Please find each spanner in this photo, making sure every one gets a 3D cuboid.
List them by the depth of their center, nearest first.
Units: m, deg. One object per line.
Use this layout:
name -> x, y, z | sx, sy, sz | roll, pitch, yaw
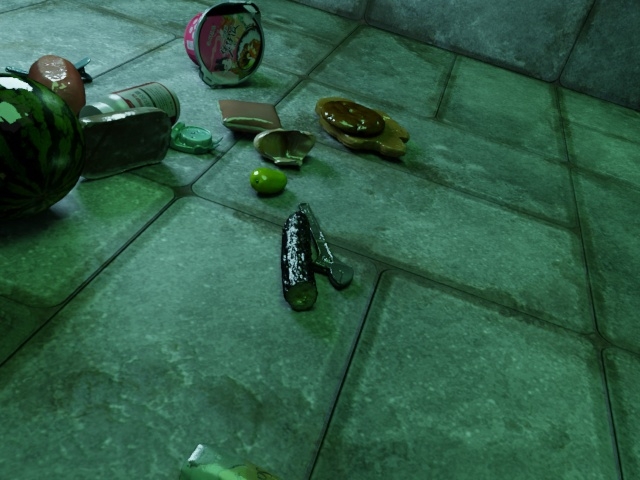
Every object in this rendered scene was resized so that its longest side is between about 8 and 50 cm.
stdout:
spanner -> 0.000, 0.000, 1.418 | 0.093, 0.026, 0.325 | 4, 34, -20

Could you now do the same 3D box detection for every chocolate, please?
chocolate -> -0.471, -0.241, 1.449 | 0.080, 0.157, 0.254 | 39, 39, 25

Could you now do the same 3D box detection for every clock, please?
clock -> -0.330, -0.269, 1.659 | 0.135, 0.041, 0.101 | 14, 33, -3

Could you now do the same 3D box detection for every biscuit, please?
biscuit -> 0.103, -0.381, 1.920 | 0.212, 0.036, 0.212 | 12, 33, -8
biscuit -> 0.134, -0.357, 1.973 | 0.269, 0.051, 0.376 | -14, 43, -35

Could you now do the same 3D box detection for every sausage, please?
sausage -> -0.678, -0.387, 1.605 | 0.148, 0.148, 0.254 | -5, 36, -29

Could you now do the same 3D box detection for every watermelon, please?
watermelon -> -0.603, -0.177, 1.201 | 0.285, 0.285, 0.285 | 11, 34, -7

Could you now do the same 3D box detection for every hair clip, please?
hair clip -> -0.776, -0.483, 1.786 | 0.229, 0.070, 0.039 | -12, 45, -25

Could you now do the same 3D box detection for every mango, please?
mango -> -0.127, -0.149, 1.554 | 0.073, 0.056, 0.108 | 42, 38, 25

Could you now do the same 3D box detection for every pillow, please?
pillow -> -0.207, -0.353, 1.803 | 0.179, 0.075, 0.171 | 4, 35, -19

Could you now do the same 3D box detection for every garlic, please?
garlic -> -0.096, -0.266, 1.710 | 0.174, 0.099, 0.124 | 5, 20, -16

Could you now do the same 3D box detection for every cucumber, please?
cucumber -> -0.048, 0.027, 1.320 | 0.072, 0.072, 0.300 | 9, 34, -11

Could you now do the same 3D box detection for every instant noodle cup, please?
instant noodle cup -> -0.338, -0.657, 2.065 | 0.302, 0.258, 0.181 | -50, 41, -11

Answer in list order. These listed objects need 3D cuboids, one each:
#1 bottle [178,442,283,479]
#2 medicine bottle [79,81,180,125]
bottle -> -0.058, 0.356, 0.818 | 0.270, 0.083, 0.083 | 23, 34, 8
medicine bottle -> -0.482, -0.322, 1.592 | 0.131, 0.131, 0.250 | 28, 34, 17
